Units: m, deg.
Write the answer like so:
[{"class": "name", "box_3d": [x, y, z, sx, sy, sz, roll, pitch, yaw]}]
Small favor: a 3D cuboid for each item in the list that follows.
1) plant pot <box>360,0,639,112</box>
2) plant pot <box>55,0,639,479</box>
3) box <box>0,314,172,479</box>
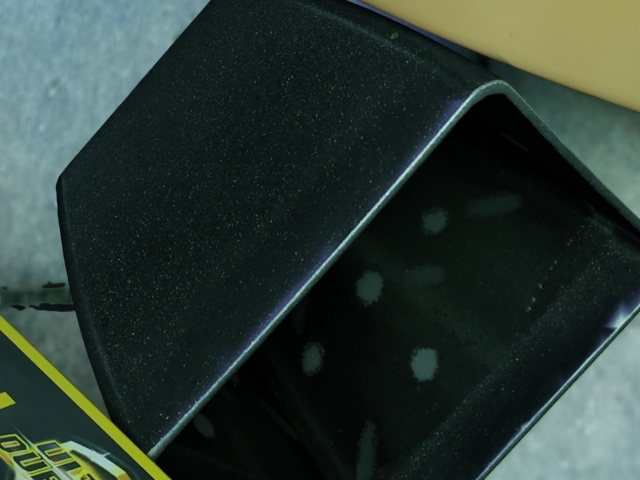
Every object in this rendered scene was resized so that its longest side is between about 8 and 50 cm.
[{"class": "plant pot", "box_3d": [0.117, -0.166, 0.563, 0.291, 0.291, 0.204, 29, 106, 29]}, {"class": "plant pot", "box_3d": [0.000, 0.000, 0.619, 0.187, 0.188, 0.167, -49, 52, 6]}, {"class": "box", "box_3d": [-0.200, 0.117, 0.581, 0.322, 0.079, 0.257, 38, 125, 26]}]
